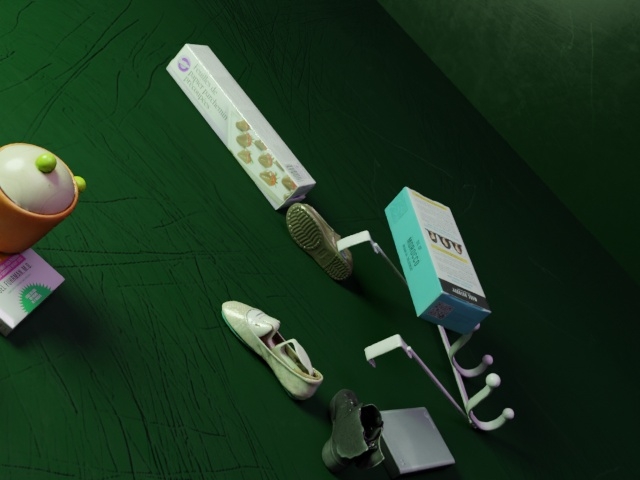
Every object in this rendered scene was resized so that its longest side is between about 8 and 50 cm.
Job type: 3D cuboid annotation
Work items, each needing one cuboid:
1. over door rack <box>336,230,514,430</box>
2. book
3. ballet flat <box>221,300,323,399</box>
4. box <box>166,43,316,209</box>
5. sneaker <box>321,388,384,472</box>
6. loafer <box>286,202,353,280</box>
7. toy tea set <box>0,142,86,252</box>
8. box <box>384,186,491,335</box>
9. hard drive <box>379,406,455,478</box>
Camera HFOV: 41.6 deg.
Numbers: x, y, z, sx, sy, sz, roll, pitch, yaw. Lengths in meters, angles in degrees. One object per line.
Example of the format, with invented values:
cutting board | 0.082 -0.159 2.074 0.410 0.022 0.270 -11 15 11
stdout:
over door rack | 0.181 0.137 1.323 0.324 0.108 0.239 36 27 -37
book | -0.353 0.024 0.881 0.144 0.035 0.096 43 32 -8
ballet flat | -0.059 0.133 1.105 0.168 0.052 0.057 48 28 5
box | -0.135 -0.194 1.424 0.324 0.063 0.067 52 27 11
sneaker | 0.049 0.235 1.077 0.051 0.089 0.170 39 29 -12
loafer | 0.000 0.000 1.365 0.148 0.056 0.050 54 25 -6
toy tea set | -0.363 -0.024 0.781 0.200 0.124 0.336 38 37 -14
box | 0.178 0.028 1.315 0.101 0.060 0.244 23 34 -28
hard drive | 0.126 0.283 1.188 0.135 0.022 0.094 8 45 -49
